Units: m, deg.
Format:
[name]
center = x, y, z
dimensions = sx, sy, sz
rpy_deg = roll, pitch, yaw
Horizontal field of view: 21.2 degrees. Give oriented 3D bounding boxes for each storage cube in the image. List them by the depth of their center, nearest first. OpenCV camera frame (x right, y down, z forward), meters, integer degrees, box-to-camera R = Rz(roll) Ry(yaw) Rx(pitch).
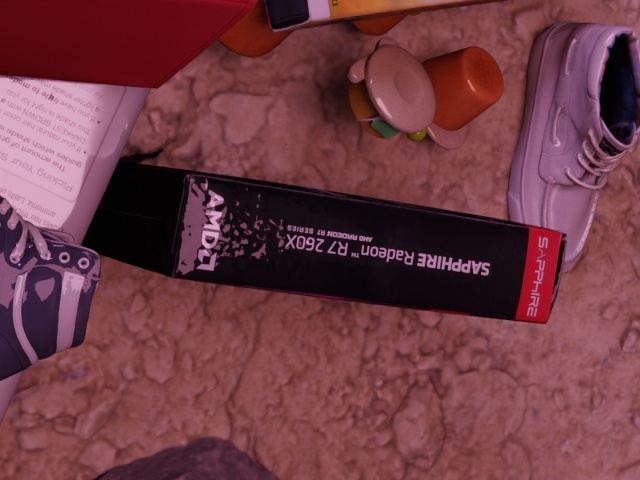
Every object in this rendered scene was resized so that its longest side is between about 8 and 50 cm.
[storage cube]
center = -0.180, -0.237, 1.291
dimensions = 0.193, 0.215, 0.183
rpy_deg = 2, 73, -29

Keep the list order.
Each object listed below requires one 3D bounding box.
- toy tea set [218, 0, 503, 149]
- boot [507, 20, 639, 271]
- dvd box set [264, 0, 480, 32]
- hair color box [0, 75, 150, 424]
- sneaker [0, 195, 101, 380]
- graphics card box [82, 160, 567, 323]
[toy tea set]
center = 0.020, -0.189, 1.595
dimensions = 0.336, 0.124, 0.200
rpy_deg = 45, 46, -20
[boot]
center = 0.260, -0.090, 1.697
dimensions = 0.095, 0.123, 0.258
rpy_deg = -1, 96, -26
[dvd box set]
center = 0.101, -0.362, 1.546
dimensions = 0.420, 0.062, 0.307
rpy_deg = -13, 94, -40
[hair color box]
center = -0.291, -0.047, 1.432
dimensions = 0.185, 0.113, 0.374
rpy_deg = 26, 83, -26
[sneaker]
center = -0.263, -0.024, 1.327
dimensions = 0.153, 0.099, 0.282
rpy_deg = -17, 109, -18
[graphics card box]
center = 0.000, 0.000, 1.517
dimensions = 0.371, 0.233, 0.094
rpy_deg = 9, 92, -28
